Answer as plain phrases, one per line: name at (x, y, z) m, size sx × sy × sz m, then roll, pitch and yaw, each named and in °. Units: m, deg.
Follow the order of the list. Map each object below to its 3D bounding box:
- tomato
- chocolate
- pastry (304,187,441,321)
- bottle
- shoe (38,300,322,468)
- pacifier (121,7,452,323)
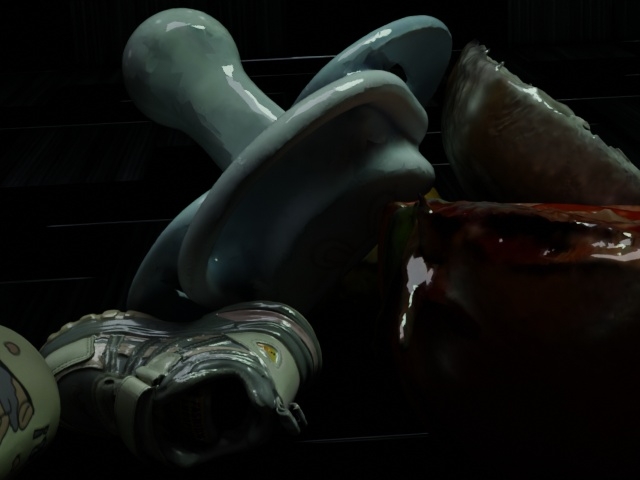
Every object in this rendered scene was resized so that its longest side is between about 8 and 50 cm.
tomato at (0.164, 0.065, 0.747) m, size 0.309 × 0.170 × 0.309 m, roll 7°, pitch 7°, yaw -1°
chocolate at (0.203, -0.012, 0.974) m, size 0.303 × 0.100 × 0.185 m, roll 34°, pitch 7°, yaw -12°
pastry at (0.000, 0.000, 1.153) m, size 0.219 × 0.100 × 0.229 m, roll -1°, pitch 19°, yaw 22°
bottle at (-0.224, 0.124, 0.750) m, size 0.110 × 0.097 × 0.209 m, roll 43°, pitch 25°, yaw 2°
shoe at (-0.088, 0.097, 0.853) m, size 0.180 × 0.089 × 0.092 m, roll -6°, pitch 28°, yaw 2°
pacifier at (-0.052, -0.069, 0.938) m, size 0.226 × 0.287 × 0.238 m, roll 43°, pitch 5°, yaw 18°
